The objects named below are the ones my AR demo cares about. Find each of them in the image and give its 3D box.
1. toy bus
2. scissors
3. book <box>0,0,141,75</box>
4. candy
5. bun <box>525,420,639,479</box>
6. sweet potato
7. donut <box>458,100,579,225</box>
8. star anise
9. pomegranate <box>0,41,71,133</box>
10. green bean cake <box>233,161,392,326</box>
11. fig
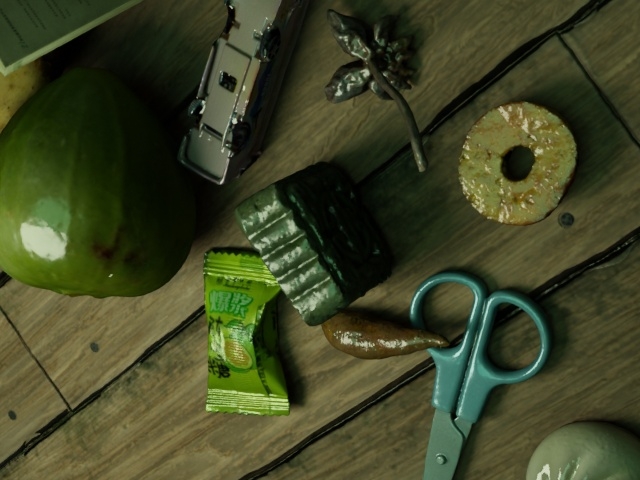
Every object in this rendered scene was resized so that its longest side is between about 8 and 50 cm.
[{"bbox_3d":[-0.097,-0.213,1.363,0.090,0.112,0.274,29,116,17],"label":"toy bus"},{"bbox_3d":[0.174,0.258,1.405,0.192,0.029,0.447,21,113,22],"label":"scissors"},{"bbox_3d":[-0.353,-0.372,1.386,0.215,0.282,0.025,56,160,4],"label":"book"},{"bbox_3d":[-0.109,0.139,1.498,0.149,0.069,0.247,5,106,29],"label":"candy"},{"bbox_3d":[0.335,0.315,1.287,0.172,0.120,0.173,8,109,24],"label":"bun"},{"bbox_3d":[0.080,0.132,1.391,0.226,0.068,0.068,9,109,39],"label":"sweet potato"},{"bbox_3d":[0.241,-0.095,1.252,0.151,0.058,0.152,7,107,25],"label":"donut"},{"bbox_3d":[0.054,-0.177,1.244,0.218,0.227,0.148,42,113,-1],"label":"star anise"},{"bbox_3d":[-0.497,-0.275,1.473,0.281,0.281,0.281,8,108,26],"label":"pomegranate"},{"bbox_3d":[0.000,0.000,1.334,0.094,0.183,0.185,-31,89,28],"label":"green bean cake"},{"bbox_3d":[-0.314,-0.078,1.424,0.316,0.316,0.316,8,108,26],"label":"fig"}]
